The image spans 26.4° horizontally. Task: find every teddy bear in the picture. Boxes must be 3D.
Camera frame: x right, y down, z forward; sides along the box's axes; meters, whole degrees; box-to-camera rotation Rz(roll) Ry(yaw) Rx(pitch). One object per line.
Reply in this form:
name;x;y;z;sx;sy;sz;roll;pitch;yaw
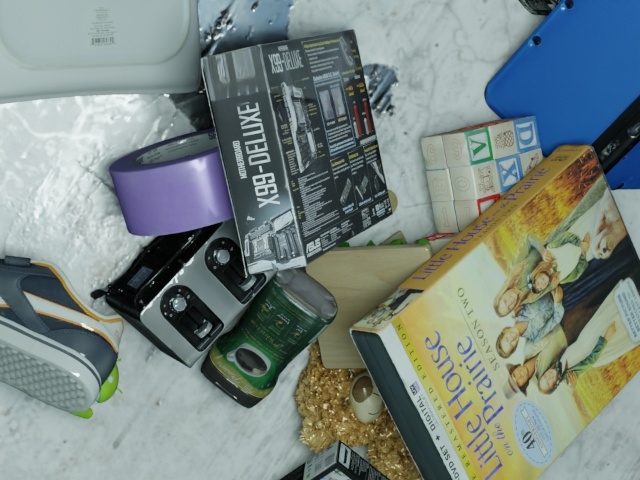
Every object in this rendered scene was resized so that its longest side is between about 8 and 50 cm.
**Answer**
teddy bear;0.136;0.228;1.797;0.338;0.113;0.245;35;86;-21

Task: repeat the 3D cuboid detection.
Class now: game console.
game console;0.409;-0.216;1.765;0.250;0.173;0.293;-2;145;-42

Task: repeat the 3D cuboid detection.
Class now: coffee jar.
coffee jar;-0.067;0.122;1.688;0.096;0.079;0.184;39;117;-3

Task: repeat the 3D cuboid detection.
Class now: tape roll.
tape roll;-0.148;-0.074;1.606;0.189;0.189;0.080;-19;105;-14

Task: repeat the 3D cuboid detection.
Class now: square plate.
square plate;-0.262;-0.329;1.523;0.347;0.049;0.344;-10;104;-42

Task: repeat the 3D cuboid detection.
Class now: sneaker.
sneaker;-0.383;0.079;1.593;0.321;0.126;0.127;27;50;1

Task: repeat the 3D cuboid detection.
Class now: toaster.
toaster;-0.161;0.052;1.640;0.168;0.186;0.110;-48;113;-13

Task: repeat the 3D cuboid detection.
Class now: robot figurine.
robot figurine;-0.299;0.167;1.664;0.115;0.067;0.101;0;70;-17

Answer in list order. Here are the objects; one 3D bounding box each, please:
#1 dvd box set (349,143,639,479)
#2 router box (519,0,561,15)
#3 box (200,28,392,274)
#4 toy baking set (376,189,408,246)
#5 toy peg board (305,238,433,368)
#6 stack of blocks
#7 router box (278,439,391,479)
dvd box set;0.249;0.115;1.681;0.420;0.062;0.307;-38;112;-31
router box;0.322;-0.347;1.761;0.038;0.092;0.122;40;86;-21
box;-0.018;-0.112;1.580;0.076;0.307;0.242;-9;99;23
toy baking set;0.002;0.007;1.757;0.256;0.030;0.196;-8;97;-23
toy peg board;0.078;0.071;1.709;0.161;0.079;0.160;-2;112;20
stack of blocks;0.213;0.002;1.751;0.171;0.087;0.297;-16;99;-36
router box;0.006;0.349;1.763;0.133;0.046;0.179;41;120;-20
